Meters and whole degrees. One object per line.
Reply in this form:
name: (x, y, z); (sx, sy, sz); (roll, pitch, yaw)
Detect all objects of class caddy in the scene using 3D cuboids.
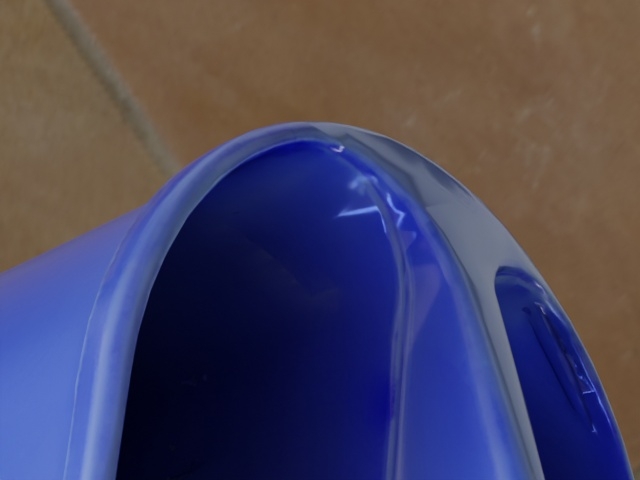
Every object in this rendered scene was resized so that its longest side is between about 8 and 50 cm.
caddy: (-0.006, 0.135, 0.517); (0.241, 0.179, 0.341); (31, 52, -39)
